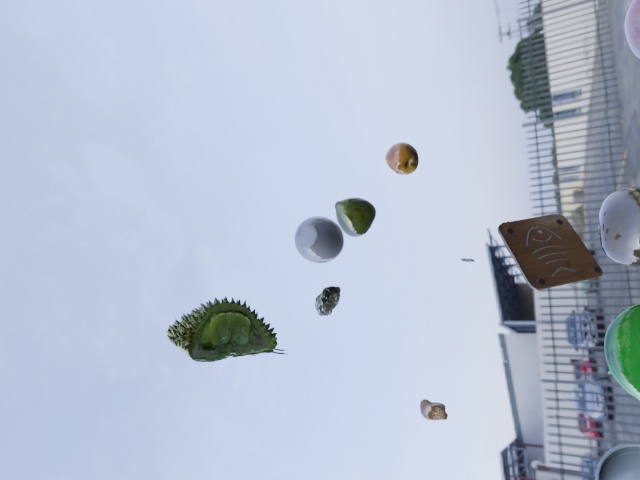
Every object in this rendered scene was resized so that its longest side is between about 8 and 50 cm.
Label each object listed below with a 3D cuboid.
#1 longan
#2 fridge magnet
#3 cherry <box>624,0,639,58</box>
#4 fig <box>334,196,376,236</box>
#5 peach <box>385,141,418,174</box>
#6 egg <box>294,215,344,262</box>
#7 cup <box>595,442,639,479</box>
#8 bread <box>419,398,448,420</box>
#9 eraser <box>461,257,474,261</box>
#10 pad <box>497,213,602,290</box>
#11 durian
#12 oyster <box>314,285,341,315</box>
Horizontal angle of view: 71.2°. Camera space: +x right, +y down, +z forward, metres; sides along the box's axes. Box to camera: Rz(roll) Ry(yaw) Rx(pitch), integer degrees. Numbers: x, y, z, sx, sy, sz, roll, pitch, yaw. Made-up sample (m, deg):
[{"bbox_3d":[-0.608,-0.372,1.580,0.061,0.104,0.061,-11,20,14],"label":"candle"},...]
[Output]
[{"bbox_3d":[0.707,-0.033,0.991,0.189,0.189,0.189,16,-109,-60],"label":"longan"},{"bbox_3d":[0.676,0.226,0.885,0.088,0.208,0.207,59,-147,-70],"label":"fridge magnet"},{"bbox_3d":[0.963,-0.630,1.249,0.206,0.240,0.239,-129,29,-80],"label":"cherry"},{"bbox_3d":[0.162,-0.129,2.220,0.225,0.203,0.202,33,-130,-17],"label":"fig"},{"bbox_3d":[0.339,-0.341,1.847,0.138,0.138,0.137,16,-109,-60],"label":"peach"},{"bbox_3d":[0.000,0.000,1.664,0.232,0.176,0.175,30,-121,-67],"label":"egg"},{"bbox_3d":[1.084,0.846,1.412,0.259,0.357,0.274,-54,-47,-20],"label":"cup"},{"bbox_3d":[0.520,0.790,2.061,0.044,0.126,0.129,-60,-39,-51],"label":"bread"},{"bbox_3d":[0.774,0.104,2.351,0.027,0.099,0.019,15,-96,-14],"label":"eraser"},{"bbox_3d":[0.811,0.032,1.593,0.018,0.287,0.283,96,161,-55],"label":"pad"},{"bbox_3d":[-0.256,0.247,1.165,0.352,0.158,0.168,19,-136,-56],"label":"durian"},{"bbox_3d":[0.028,0.254,1.851,0.125,0.064,0.177,-5,-50,-32],"label":"oyster"}]
